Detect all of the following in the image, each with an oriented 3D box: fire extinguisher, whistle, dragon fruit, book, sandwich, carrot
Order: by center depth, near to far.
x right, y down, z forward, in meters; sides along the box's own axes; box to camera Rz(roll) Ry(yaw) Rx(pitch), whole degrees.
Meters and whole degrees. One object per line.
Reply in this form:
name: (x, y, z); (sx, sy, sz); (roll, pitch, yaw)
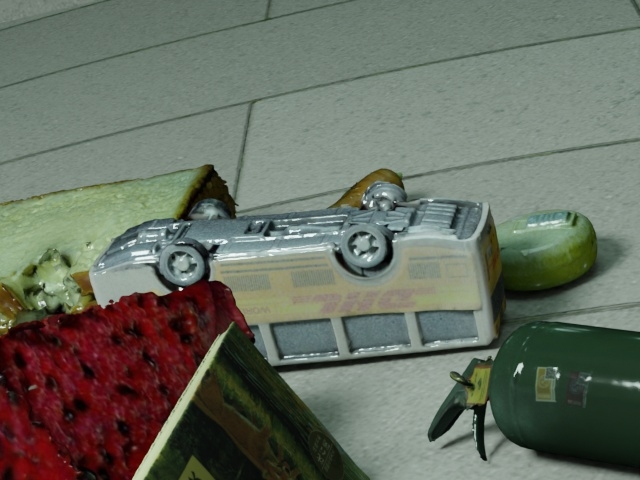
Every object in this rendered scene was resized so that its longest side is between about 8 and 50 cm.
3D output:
book: (-0.043, 0.167, 1.220); (0.024, 0.160, 0.228); (-35, 12, 25)
fire extinguisher: (0.211, 0.115, 1.267); (0.311, 0.114, 0.095); (7, -9, 41)
dragon fruit: (-0.149, 0.124, 1.283); (0.302, 0.240, 0.330); (23, 44, 24)
whistle: (0.147, 0.009, 1.618); (0.198, 0.057, 0.104); (-5, 22, 20)
carrot: (0.000, 0.000, 1.766); (0.049, 0.049, 0.254); (6, 33, 43)
sandwich: (-0.231, 0.025, 1.775); (0.273, 0.095, 0.249); (-10, 21, 15)

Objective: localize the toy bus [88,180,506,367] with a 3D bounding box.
toy bus: (-0.017, 0.034, 1.551); (0.343, 0.138, 0.097); (-7, 23, 16)
